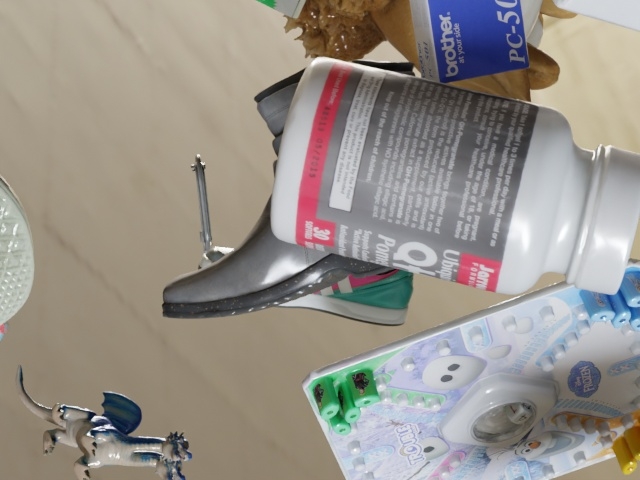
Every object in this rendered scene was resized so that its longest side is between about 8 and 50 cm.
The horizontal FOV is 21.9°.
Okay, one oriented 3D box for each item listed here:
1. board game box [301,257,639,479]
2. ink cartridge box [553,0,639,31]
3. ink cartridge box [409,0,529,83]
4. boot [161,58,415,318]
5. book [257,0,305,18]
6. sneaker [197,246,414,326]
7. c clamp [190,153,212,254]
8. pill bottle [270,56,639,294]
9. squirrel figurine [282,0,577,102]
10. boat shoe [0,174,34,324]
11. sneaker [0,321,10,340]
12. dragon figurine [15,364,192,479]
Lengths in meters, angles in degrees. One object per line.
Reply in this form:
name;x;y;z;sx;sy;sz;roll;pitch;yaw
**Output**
board game box;0.210;0.209;1.908;0.390;0.390;0.050;68;-178;-52
ink cartridge box;0.286;-0.271;1.349;0.306;0.131;0.226;7;-138;-38
ink cartridge box;0.131;-0.256;1.556;0.046;0.097;0.207;-162;61;-70
boot;-0.032;-0.052;1.724;0.118;0.338;0.222;-13;-95;-75
book;-0.042;-0.345;1.937;0.096;0.144;0.035;27;-168;14
sneaker;0.000;0.000;2.144;0.295;0.178;0.124;11;-166;-22
c clamp;-0.170;-0.050;2.372;0.137;0.022;0.160;-106;11;-73
pill bottle;0.127;-0.050;1.504;0.176;0.318;0.176;13;-90;-83
squirrel figurine;0.155;-0.334;2.233;0.370;0.397;0.281;-45;-32;-84
boat shoe;-0.509;-0.074;2.076;0.156;0.187;0.500;44;166;45
sneaker;-0.462;0.050;2.365;0.104;0.125;0.262;42;156;21
dragon figurine;-0.305;0.265;2.313;0.289;0.085;0.144;28;-158;38
